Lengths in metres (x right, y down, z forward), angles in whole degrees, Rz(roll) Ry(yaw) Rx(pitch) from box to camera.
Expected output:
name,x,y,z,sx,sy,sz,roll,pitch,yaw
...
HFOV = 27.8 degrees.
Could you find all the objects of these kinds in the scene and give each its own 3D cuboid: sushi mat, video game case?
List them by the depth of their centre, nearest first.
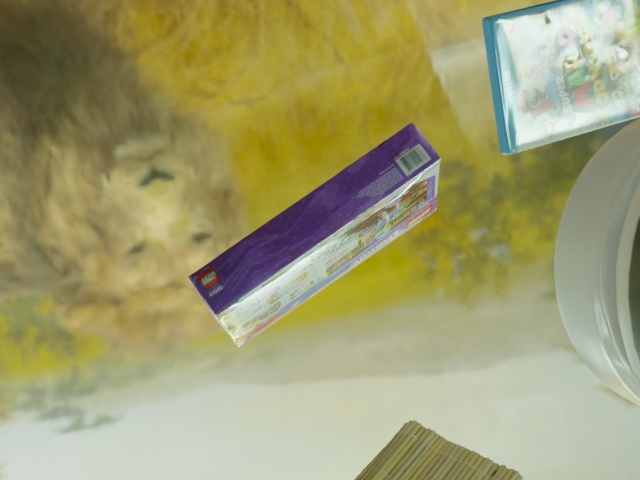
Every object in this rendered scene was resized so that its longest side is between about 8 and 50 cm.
name,x,y,z,sx,sy,sz,roll,pitch,yaw
video game case,0.220,-0.152,1.133,0.166,0.119,0.015,-17,-164,-25
sushi mat,0.071,0.298,1.301,0.151,0.019,0.316,22,-142,25

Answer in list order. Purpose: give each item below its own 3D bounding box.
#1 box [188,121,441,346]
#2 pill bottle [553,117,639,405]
name,x,y,z,sx,sy,sz,roll,pitch,yaw
box,0.000,0.000,1.449,0.293,0.057,0.201,-35,166,-6
pill bottle,0.200,0.018,0.428,0.161,0.161,0.283,-11,-172,-16
